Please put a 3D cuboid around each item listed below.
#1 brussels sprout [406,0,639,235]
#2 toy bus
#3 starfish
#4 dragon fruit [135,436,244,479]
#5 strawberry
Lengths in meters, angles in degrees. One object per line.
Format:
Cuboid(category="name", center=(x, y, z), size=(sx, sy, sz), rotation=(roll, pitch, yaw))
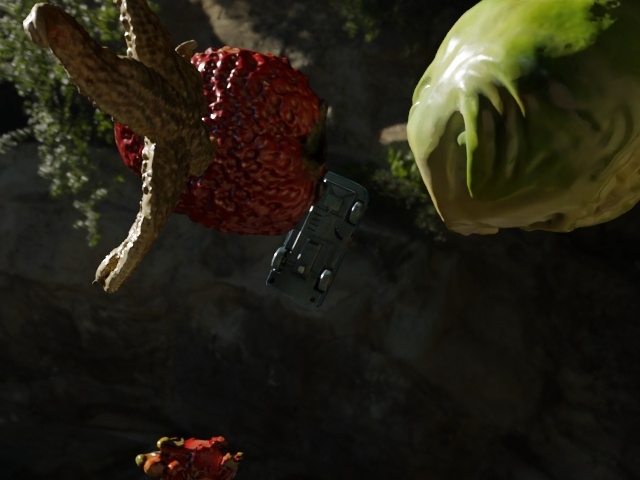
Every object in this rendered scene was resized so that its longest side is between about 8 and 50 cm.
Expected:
Cuboid(category="brussels sprout", center=(0.263, -0.143, 1.028), size=(0.268, 0.344, 0.344), rotation=(-47, -24, -73))
Cuboid(category="toy bus", center=(0.000, 0.000, 1.656), size=(0.246, 0.113, 0.134), rotation=(-65, -10, -4))
Cuboid(category="starfish", center=(-0.157, -0.116, 0.793), size=(0.375, 0.094, 0.327), rotation=(53, -143, -66))
Cuboid(category="dragon fruit", center=(-0.242, 0.424, 1.609), size=(0.207, 0.150, 0.133), rotation=(20, -69, -28))
Cuboid(category="strawberry", center=(-0.131, -0.134, 1.215), size=(0.257, 0.261, 0.261), rotation=(-1, -66, -39))
